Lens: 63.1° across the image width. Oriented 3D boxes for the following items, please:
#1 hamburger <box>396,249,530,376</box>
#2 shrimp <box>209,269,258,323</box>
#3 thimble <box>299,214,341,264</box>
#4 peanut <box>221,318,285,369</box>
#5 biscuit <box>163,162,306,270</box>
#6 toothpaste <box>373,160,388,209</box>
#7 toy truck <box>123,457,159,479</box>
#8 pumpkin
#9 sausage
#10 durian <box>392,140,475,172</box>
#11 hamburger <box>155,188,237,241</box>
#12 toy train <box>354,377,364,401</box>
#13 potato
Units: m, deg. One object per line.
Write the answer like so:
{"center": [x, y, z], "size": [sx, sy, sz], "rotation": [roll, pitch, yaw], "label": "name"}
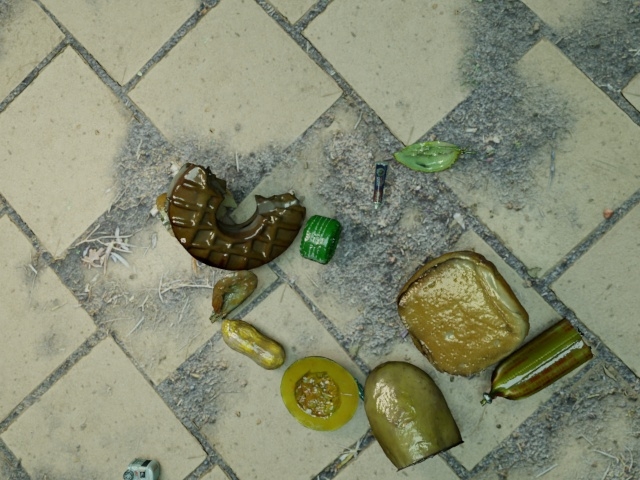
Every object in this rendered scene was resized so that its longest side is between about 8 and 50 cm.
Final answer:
{"center": [0.358, 0.186, 1.351], "size": [0.284, 0.174, 0.304], "rotation": [-31, 84, 7], "label": "hamburger"}
{"center": [-0.259, 0.153, 1.460], "size": [0.115, 0.051, 0.217], "rotation": [23, 123, -31], "label": "shrimp"}
{"center": [0.000, 0.000, 1.436], "size": [0.090, 0.118, 0.130], "rotation": [19, 69, 11], "label": "thimble"}
{"center": [-0.190, 0.291, 1.464], "size": [0.206, 0.087, 0.087], "rotation": [32, 92, 5], "label": "peanut"}
{"center": [-0.241, -0.047, 1.396], "size": [0.366, 0.115, 0.268], "rotation": [17, 110, -24], "label": "biscuit"}
{"center": [0.165, -0.155, 1.468], "size": [0.037, 0.021, 0.140], "rotation": [7, 86, 3], "label": "toothpaste"}
{"center": [-0.493, 0.716, 1.488], "size": [0.115, 0.080, 0.178], "rotation": [-4, 88, 2], "label": "toy truck"}
{"center": [0.001, 0.403, 1.432], "size": [0.217, 0.110, 0.217], "rotation": [1, 100, 8], "label": "pumpkin"}
{"center": [0.545, 0.334, 1.347], "size": [0.317, 0.125, 0.117], "rotation": [-37, 83, 5], "label": "sausage"}
{"center": [0.305, -0.230, 1.412], "size": [0.215, 0.100, 0.086], "rotation": [-2, 91, 14], "label": "durian"}
{"center": [-0.354, -0.111, 1.471], "size": [0.207, 0.135, 0.155], "rotation": [-29, 43, 3], "label": "hamburger"}
{"center": [0.112, 0.420, 1.439], "size": [0.029, 0.045, 0.092], "rotation": [-42, 81, 6], "label": "toy train"}
{"center": [0.223, 0.444, 1.360], "size": [0.229, 0.229, 0.266], "rotation": [-25, 70, 6], "label": "potato"}
